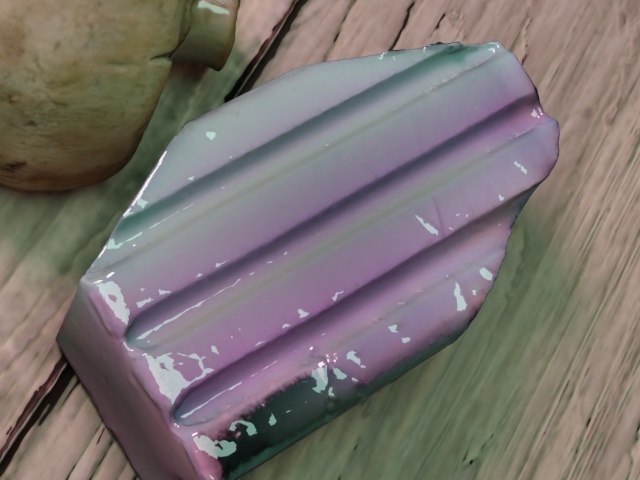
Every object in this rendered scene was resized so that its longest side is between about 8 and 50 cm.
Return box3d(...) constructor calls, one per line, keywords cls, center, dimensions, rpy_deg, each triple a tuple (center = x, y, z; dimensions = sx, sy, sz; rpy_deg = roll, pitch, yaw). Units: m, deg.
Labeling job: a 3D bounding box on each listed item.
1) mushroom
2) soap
box3d(cls="mushroom", center=(-0.134, -0.164, 1.025), dimensions=(0.195, 0.189, 0.254), rpy_deg=(9, 73, -13))
box3d(cls="soap", center=(0.000, 0.000, 1.058), dimensions=(0.324, 0.109, 0.193), rpy_deg=(-30, 84, -24))
